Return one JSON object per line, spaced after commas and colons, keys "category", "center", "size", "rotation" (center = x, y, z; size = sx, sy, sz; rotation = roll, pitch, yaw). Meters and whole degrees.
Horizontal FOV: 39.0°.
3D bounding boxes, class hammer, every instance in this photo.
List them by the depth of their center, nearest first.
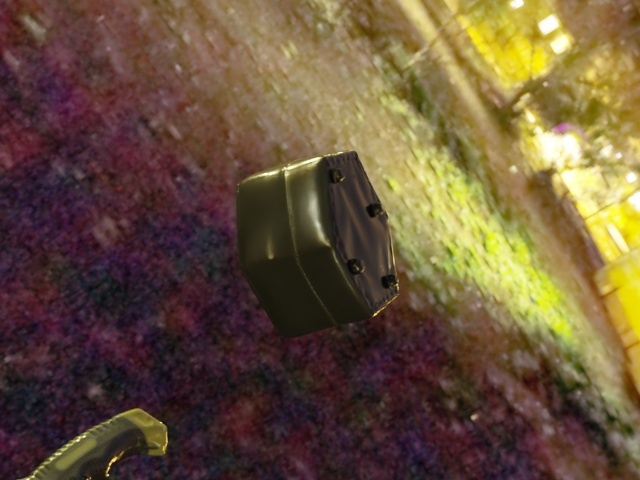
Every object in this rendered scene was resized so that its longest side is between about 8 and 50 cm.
{"category": "hammer", "center": [-0.253, 0.236, 0.883], "size": [0.158, 0.041, 0.226], "rotation": [33, 40, 24]}

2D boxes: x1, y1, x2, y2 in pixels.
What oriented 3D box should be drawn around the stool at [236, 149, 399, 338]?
{"category": "stool", "center": [0.000, 0.000, 1.130], "size": [0.232, 0.141, 0.232], "rotation": [47, 34, -47]}
